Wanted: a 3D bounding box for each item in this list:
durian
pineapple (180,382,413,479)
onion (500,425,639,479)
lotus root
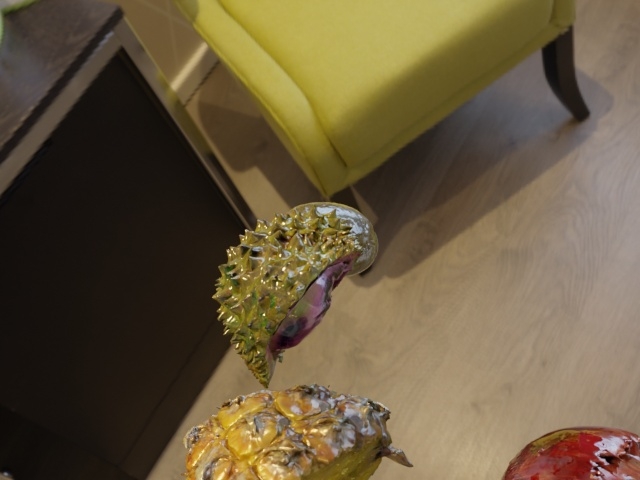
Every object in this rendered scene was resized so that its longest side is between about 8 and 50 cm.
[{"bbox_3d":[-0.042,0.035,0.726,0.119,0.108,0.186,37,84,3],"label":"durian"},{"bbox_3d":[-0.029,0.204,0.809,0.158,0.335,0.161,47,124,34],"label":"pineapple"},{"bbox_3d":[0.334,0.364,0.924,0.276,0.276,0.276,-9,57,14],"label":"onion"},{"bbox_3d":[0.000,0.000,1.054,0.088,0.192,0.113,-48,60,34],"label":"lotus root"}]
